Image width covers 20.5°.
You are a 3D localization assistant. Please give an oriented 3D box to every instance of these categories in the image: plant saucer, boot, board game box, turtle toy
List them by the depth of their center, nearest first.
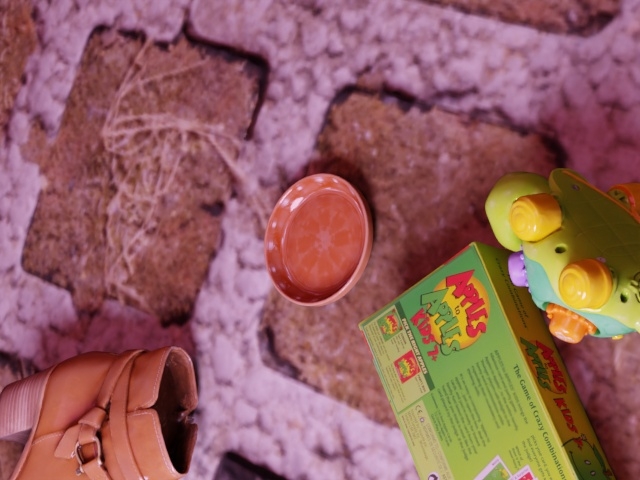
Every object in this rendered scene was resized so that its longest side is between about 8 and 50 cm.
[{"bbox_3d":[0.137,0.006,0.943,0.130,0.095,0.066,56,137,34],"label":"turtle toy"},{"bbox_3d":[0.096,0.102,0.977,0.092,0.043,0.181,-37,59,28],"label":"board game box"},{"bbox_3d":[0.000,0.000,1.100,0.083,0.013,0.084,-9,75,38],"label":"plant saucer"},{"bbox_3d":[-0.144,0.167,1.149,0.152,0.073,0.197,-15,73,33],"label":"boot"}]
